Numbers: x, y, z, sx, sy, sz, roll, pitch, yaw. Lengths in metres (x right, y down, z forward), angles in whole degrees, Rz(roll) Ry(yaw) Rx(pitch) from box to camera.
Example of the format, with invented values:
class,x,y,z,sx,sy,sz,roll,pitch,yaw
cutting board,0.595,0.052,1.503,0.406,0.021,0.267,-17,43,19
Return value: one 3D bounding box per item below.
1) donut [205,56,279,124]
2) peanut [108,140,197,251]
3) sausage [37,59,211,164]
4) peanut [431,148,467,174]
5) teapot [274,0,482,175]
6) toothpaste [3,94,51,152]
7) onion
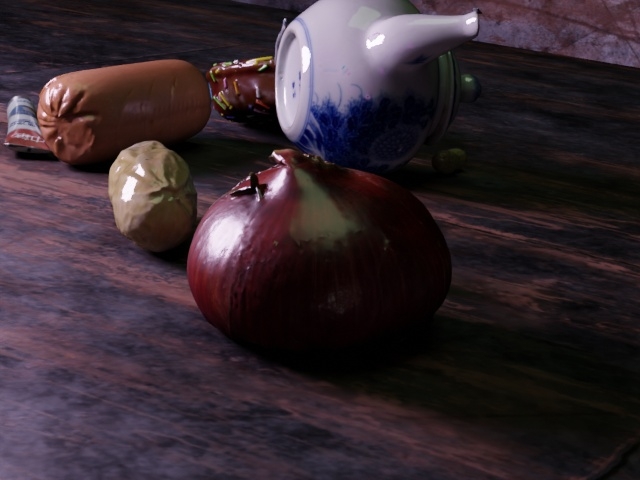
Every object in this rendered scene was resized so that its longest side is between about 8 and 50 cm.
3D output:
class,x,y,z,sx,sy,sz,roll,pitch,yaw
donut,-0.059,-0.228,1.954,0.235,0.089,0.235,-2,-1,0
peanut,-0.181,-0.053,1.360,0.090,0.099,0.214,-8,17,-12
sausage,-0.259,-0.175,1.708,0.121,0.121,0.304,13,18,23
peanut,0.184,-0.114,1.823,0.037,0.037,0.083,14,21,25
teapot,0.087,-0.210,1.726,0.280,0.252,0.424,0,-17,-18
toothpaste,-0.403,-0.154,1.737,0.062,0.039,0.239,9,17,-18
onion,0.003,0.011,1.131,0.248,0.161,0.248,15,33,-10
